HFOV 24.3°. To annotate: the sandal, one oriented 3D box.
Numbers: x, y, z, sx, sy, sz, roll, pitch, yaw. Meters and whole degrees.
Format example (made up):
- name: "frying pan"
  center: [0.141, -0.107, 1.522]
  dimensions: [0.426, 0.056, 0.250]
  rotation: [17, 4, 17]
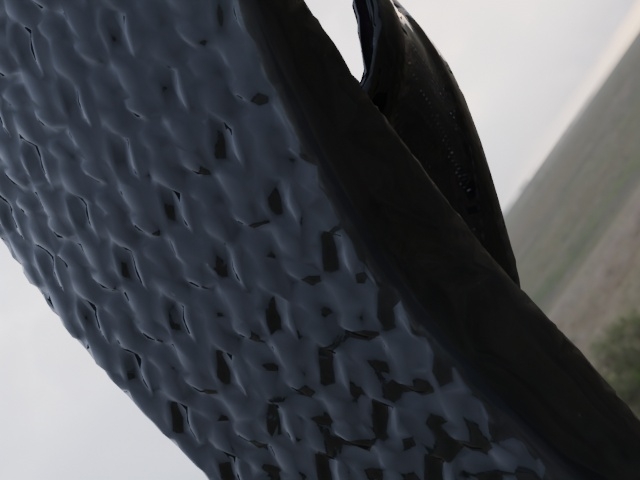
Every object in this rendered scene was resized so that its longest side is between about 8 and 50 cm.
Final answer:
- name: "sandal"
  center: [-0.001, 0.002, 0.503]
  dimensions: [0.167, 0.446, 0.107]
  rotation: [-33, 5, 42]
